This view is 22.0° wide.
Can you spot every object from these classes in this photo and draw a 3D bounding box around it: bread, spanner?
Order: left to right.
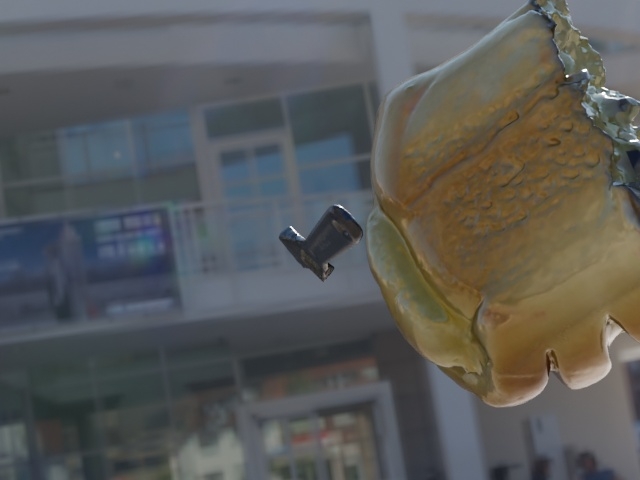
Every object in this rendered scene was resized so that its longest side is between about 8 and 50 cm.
[{"bbox_3d":[0.000,0.000,1.059,0.012,0.046,0.208,-42,0,-11],"label":"spanner"},{"bbox_3d":[0.171,-0.012,1.350,0.270,0.315,0.211,-36,-36,21],"label":"bread"}]
